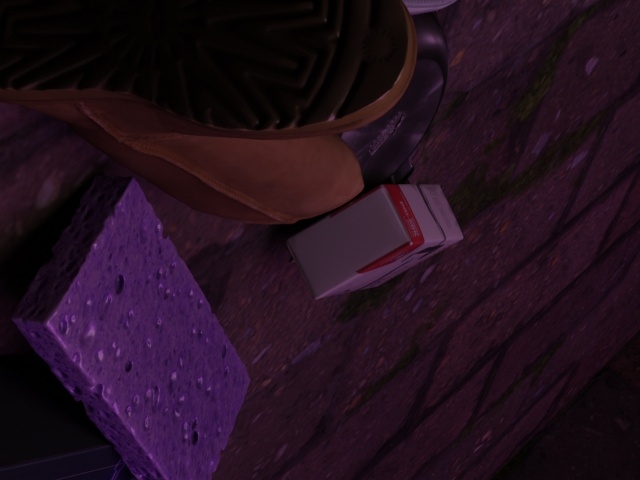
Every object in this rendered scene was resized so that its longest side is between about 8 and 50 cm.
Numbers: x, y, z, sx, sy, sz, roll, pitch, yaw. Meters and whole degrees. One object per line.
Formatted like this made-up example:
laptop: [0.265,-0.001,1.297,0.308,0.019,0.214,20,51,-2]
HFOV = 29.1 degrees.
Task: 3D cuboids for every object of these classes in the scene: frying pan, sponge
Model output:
frying pan: [0.033,-0.061,1.009,0.197,0.053,0.326,-39,153,-25]
sponge: [-0.110,0.071,0.782,0.210,0.031,0.117,65,36,-43]

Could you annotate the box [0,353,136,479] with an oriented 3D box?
box: [-0.240,0.173,0.752,0.184,0.103,0.261,-60,157,13]

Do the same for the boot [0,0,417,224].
boot: [-0.030,-0.068,0.652,0.269,0.236,0.089,33,69,-66]

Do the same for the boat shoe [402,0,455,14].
boat shoe: [-0.018,-0.150,0.703,0.226,0.075,0.083,-1,88,-38]

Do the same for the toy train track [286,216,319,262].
toy train track: [0.000,0.000,1.074,0.083,0.014,0.048,-19,142,-55]

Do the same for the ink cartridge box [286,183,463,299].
ink cartridge box: [0.049,-0.001,1.023,0.099,0.056,0.135,-30,170,23]
